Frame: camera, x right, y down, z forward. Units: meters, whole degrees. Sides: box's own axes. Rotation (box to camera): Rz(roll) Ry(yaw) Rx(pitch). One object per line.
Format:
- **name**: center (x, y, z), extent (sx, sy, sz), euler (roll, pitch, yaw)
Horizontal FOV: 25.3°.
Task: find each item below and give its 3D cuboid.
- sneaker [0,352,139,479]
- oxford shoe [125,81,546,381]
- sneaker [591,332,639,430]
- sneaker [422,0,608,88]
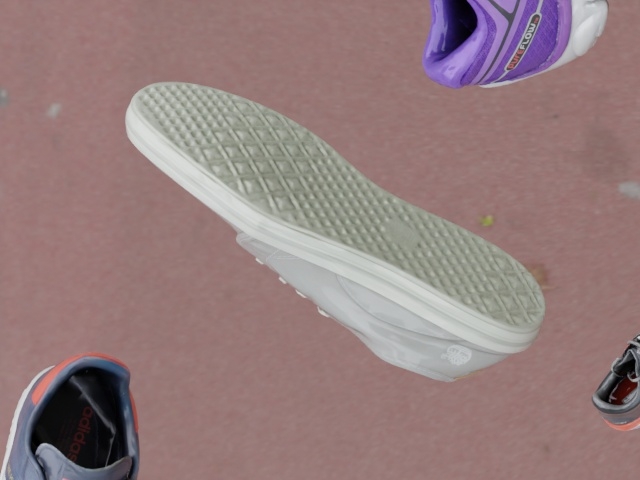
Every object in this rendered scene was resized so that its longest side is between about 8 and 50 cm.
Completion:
- **sneaker**: center (-0.229, 0.258, 1.247), extent (0.148, 0.131, 0.350), euler (-41, 43, 54)
- **oxford shoe**: center (0.000, 0.000, 1.376), extent (0.449, 0.169, 0.130), euler (31, 130, -1)
- **sneaker**: center (0.297, 0.100, 1.243), extent (0.158, 0.065, 0.061), euler (-52, 51, 7)
- **sneaker**: center (0.041, -0.119, 0.432), extent (0.068, 0.071, 0.170), euler (-129, 18, -57)
